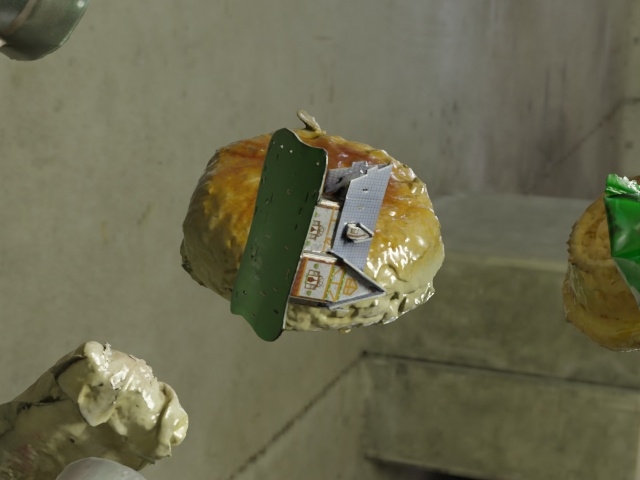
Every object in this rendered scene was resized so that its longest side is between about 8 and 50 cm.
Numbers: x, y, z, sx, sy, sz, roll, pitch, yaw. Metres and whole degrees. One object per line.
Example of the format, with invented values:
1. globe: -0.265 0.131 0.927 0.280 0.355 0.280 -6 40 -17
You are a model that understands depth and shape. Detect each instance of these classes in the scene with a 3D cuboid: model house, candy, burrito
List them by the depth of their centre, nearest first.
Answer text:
1. candy: 0.290 0.037 0.923 0.203 0.141 0.078 -97 -163 -59
2. model house: 0.000 0.000 1.029 0.088 0.117 0.167 10 98 -27
3. burrito: -0.286 0.225 1.408 0.348 0.175 0.107 -42 -172 40

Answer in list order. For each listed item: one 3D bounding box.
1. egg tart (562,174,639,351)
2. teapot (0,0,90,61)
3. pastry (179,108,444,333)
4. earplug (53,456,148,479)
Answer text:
1. egg tart: 0.413 0.015 1.599 0.118 0.288 0.288 45 48 -29
2. teapot: -0.386 -0.245 1.093 0.344 0.253 0.300 -4 100 -52
3. pastry: -0.003 -0.017 1.462 0.329 0.330 0.136 -55 157 -54
4. earplug: -0.213 0.285 0.764 0.301 0.172 0.172 -34 129 -44
